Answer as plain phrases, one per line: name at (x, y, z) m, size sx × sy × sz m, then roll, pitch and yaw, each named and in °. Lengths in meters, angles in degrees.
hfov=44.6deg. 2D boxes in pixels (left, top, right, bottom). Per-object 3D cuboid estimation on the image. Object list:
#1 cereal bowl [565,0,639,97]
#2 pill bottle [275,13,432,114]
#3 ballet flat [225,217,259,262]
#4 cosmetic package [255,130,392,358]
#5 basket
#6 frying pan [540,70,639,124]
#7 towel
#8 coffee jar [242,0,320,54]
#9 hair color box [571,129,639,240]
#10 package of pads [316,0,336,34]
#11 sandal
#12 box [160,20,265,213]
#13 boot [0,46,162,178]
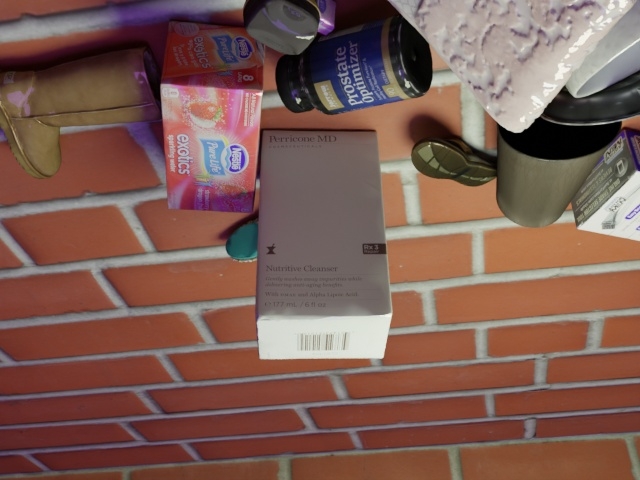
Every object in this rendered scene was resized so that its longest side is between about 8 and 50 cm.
cereal bowl at (0.439, -0.332, 0.996) m, size 0.339 × 0.141 × 0.339 m, roll -29°, pitch 172°, yaw -4°
pill bottle at (0.047, -0.256, 1.172) m, size 0.219 × 0.122 × 0.123 m, roll -7°, pitch 147°, yaw 31°
ballet flat at (-0.090, -0.017, 1.567) m, size 0.241 × 0.091 × 0.077 m, roll -28°, pitch 162°, yaw 39°
cosmetic package at (0.000, 0.000, 1.326) m, size 0.217 × 0.384 × 0.156 m, roll -1°, pitch 146°, yaw -3°
basket at (0.384, -0.133, 1.348) m, size 0.205 × 0.154 × 0.226 m, roll -12°, pitch 149°, yaw -7°
frying pan at (0.439, -0.200, 1.136) m, size 0.197 × 0.326 × 0.053 m, roll -16°, pitch 116°, yaw 0°
towel at (0.207, -0.328, 0.934) m, size 0.053 × 0.317 × 0.332 m, roll -37°, pitch 169°, yaw -27°
coffee jar at (-0.050, -0.331, 1.023) m, size 0.096 × 0.184 × 0.079 m, roll 21°, pitch 140°, yaw -28°
hair color box at (0.665, -0.082, 1.459) m, size 0.339 × 0.110 × 0.185 m, roll 9°, pitch 145°, yaw -16°
package of pads at (-0.017, -0.338, 1.130) m, size 0.083 × 0.050 × 0.032 m, roll 20°, pitch 145°, yaw -27°
sandal at (0.242, -0.151, 1.403) m, size 0.219 × 0.060 × 0.090 m, roll 9°, pitch 152°, yaw -39°
box at (-0.171, -0.188, 1.263) m, size 0.154 × 0.142 × 0.300 m, roll 3°, pitch 145°, yaw -7°
boot at (-0.384, -0.201, 1.292) m, size 0.270 × 0.089 × 0.236 m, roll -6°, pitch 145°, yaw 5°
